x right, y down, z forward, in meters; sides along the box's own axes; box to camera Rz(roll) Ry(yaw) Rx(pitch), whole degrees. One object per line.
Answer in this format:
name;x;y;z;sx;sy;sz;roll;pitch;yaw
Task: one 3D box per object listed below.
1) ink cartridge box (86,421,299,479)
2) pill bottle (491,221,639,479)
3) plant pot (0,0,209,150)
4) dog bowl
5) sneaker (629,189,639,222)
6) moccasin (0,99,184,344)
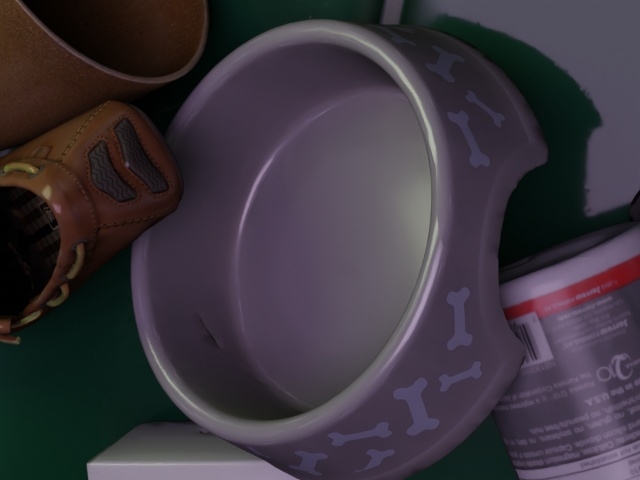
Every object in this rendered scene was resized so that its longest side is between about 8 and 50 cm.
ink cartridge box;-0.066;0.293;1.437;0.201;0.117;0.278;-3;97;17
pill bottle;0.217;0.143;1.308;0.161;0.161;0.283;-21;93;18
plant pot;-0.257;-0.163;1.383;0.254;0.237;0.237;-33;88;32
dog bowl;0.000;0.000;1.293;0.348;0.102;0.349;-12;71;39
sneaker;0.286;-0.033;1.275;0.188;0.078;0.067;-7;88;56
moccasin;-0.247;0.016;1.371;0.380;0.147;0.139;-19;102;52
